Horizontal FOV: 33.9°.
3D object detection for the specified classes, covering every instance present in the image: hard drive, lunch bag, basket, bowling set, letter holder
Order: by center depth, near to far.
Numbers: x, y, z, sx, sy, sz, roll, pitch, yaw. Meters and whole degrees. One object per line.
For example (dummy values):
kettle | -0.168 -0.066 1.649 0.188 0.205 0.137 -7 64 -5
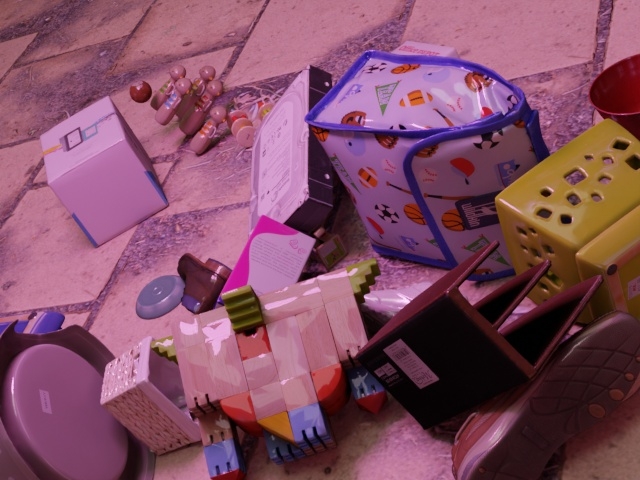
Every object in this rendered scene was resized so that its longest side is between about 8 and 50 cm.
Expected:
letter holder | 0.217 0.106 1.444 0.214 0.152 0.302 -44 -1 -29
lunch bag | 0.212 -0.116 1.716 0.385 0.328 0.239 13 55 41
basket | -0.271 0.260 1.725 0.103 0.167 0.113 -30 32 17
hard drive | -0.060 -0.142 2.021 0.237 0.064 0.339 -45 36 45
bowling set | -0.336 -0.351 2.509 0.154 0.200 0.287 -52 34 14

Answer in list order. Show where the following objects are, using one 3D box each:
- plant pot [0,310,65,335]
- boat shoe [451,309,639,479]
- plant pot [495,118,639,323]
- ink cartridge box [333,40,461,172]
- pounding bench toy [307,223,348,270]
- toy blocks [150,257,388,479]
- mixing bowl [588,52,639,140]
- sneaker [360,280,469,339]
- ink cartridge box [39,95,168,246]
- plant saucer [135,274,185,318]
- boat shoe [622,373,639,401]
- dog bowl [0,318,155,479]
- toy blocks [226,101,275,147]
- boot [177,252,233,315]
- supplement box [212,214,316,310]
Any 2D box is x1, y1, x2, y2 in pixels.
plant pot | -0.535 0.262 1.872 0.236 0.212 0.236 -9 40 27
boat shoe | 0.290 0.207 1.392 0.324 0.123 0.116 -43 24 3
plant pot | 0.418 -0.002 1.521 0.227 0.228 0.207 -35 40 -9
ink cartridge box | 0.131 -0.264 2.119 0.306 0.131 0.226 -38 25 -9
pounding bench toy | 0.000 0.000 1.936 0.052 0.083 0.065 -39 36 -14
toy blocks | -0.055 0.214 1.594 0.381 0.191 0.261 -18 64 3
mixing bowl | 0.566 -0.237 1.820 0.181 0.098 0.181 -19 35 14
sneaker | 0.140 0.111 1.705 0.232 0.090 0.115 12 44 33
ink cartridge box | -0.500 -0.163 2.409 0.197 0.198 0.270 -31 33 -1
plant saucer | -0.320 0.106 2.086 0.119 0.021 0.119 -19 36 14
boat shoe | 0.440 0.150 1.445 0.170 0.059 0.063 -43 37 -19
dog bowl | -0.414 0.289 1.652 0.102 0.349 0.349 -32 32 19
toy blocks | -0.156 -0.287 2.448 0.123 0.054 0.148 -31 34 -1
boot | -0.243 0.088 1.996 0.106 0.082 0.219 -56 24 -16
supplement box | -0.104 0.079 1.850 0.111 0.114 0.220 26 49 -1
